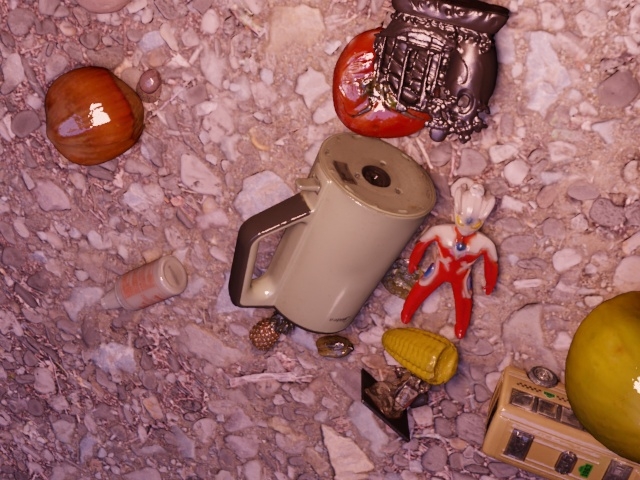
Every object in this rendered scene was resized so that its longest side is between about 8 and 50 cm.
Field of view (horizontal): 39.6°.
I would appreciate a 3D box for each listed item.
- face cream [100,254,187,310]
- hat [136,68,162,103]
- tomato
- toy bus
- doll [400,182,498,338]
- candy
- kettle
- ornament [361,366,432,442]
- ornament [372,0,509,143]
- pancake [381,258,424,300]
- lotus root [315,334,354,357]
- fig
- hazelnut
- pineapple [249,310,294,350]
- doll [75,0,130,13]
[{"bbox_3d":[-0.448,0.120,2.181,0.251,0.101,0.101,-22,109,30],"label":"face cream"},{"bbox_3d":[-0.376,-0.330,1.927,0.058,0.042,0.087,38,125,-3],"label":"hat"},{"bbox_3d":[0.115,-0.293,1.729,0.227,0.101,0.228,8,118,16],"label":"tomato"},{"bbox_3d":[0.542,0.426,1.918,0.365,0.202,0.177,18,122,10],"label":"toy bus"},{"bbox_3d":[0.283,0.039,1.857,0.188,0.099,0.384,13,125,4],"label":"doll"},{"bbox_3d":[0.211,0.243,1.979,0.199,0.106,0.094,22,148,47],"label":"candy"},{"bbox_3d":[0.000,0.000,1.809,0.250,0.361,0.377,60,137,34],"label":"kettle"},{"bbox_3d":[0.213,0.317,2.032,0.196,0.166,0.153,-42,104,14],"label":"ornament"},{"bbox_3d":[0.210,-0.319,1.629,0.251,0.106,0.261,17,111,4],"label":"ornament"},{"bbox_3d":[0.184,0.087,1.969,0.108,0.017,0.108,10,122,16],"label":"pancake"},{"bbox_3d":[0.036,0.251,2.101,0.099,0.049,0.054,-1,110,22],"label":"lotus root"},{"bbox_3d":[0.635,0.275,1.708,0.343,0.343,0.343,9,121,16],"label":"fig"},{"bbox_3d":[-0.474,-0.262,1.889,0.186,0.210,0.210,-2,118,16],"label":"hazelnut"},{"bbox_3d":[-0.100,0.198,2.115,0.074,0.074,0.159,46,118,-9],"label":"pineapple"},{"bbox_3d":[-0.385,-0.576,1.739,0.151,0.151,0.287,42,118,-6],"label":"doll"}]
